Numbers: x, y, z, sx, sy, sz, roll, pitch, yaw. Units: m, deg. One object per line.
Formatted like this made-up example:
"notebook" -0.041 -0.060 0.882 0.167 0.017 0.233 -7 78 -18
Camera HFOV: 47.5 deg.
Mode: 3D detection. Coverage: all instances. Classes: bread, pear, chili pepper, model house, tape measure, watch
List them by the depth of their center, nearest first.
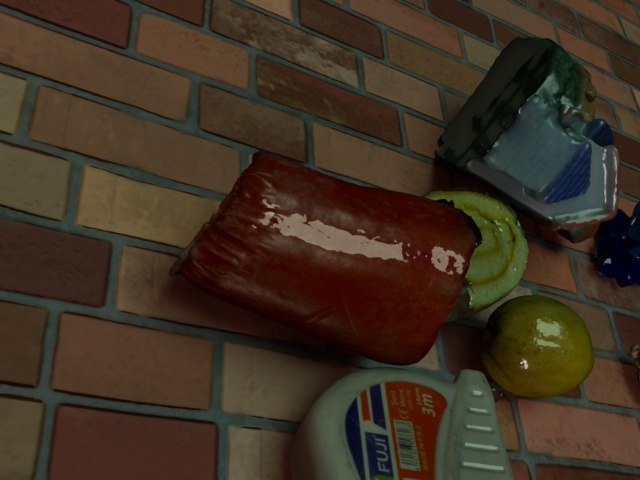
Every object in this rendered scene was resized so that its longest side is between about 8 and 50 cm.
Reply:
"tape measure" 0.099 0.261 0.807 0.265 0.130 0.258 11 38 -11
"chili pepper" 0.000 0.000 0.868 0.305 0.229 0.251 25 19 -15
"pear" 0.308 0.152 1.048 0.162 0.149 0.148 16 54 -22
"bread" 0.204 0.019 1.083 0.257 0.124 0.185 -13 76 -41
"model house" 0.399 -0.134 1.199 0.329 0.251 0.295 38 8 -13
"watch" 0.634 -0.012 1.353 0.171 0.200 0.196 34 44 -17

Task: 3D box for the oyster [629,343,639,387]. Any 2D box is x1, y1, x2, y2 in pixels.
"oyster" 0.572 0.240 1.242 0.103 0.051 0.148 -23 91 -45
